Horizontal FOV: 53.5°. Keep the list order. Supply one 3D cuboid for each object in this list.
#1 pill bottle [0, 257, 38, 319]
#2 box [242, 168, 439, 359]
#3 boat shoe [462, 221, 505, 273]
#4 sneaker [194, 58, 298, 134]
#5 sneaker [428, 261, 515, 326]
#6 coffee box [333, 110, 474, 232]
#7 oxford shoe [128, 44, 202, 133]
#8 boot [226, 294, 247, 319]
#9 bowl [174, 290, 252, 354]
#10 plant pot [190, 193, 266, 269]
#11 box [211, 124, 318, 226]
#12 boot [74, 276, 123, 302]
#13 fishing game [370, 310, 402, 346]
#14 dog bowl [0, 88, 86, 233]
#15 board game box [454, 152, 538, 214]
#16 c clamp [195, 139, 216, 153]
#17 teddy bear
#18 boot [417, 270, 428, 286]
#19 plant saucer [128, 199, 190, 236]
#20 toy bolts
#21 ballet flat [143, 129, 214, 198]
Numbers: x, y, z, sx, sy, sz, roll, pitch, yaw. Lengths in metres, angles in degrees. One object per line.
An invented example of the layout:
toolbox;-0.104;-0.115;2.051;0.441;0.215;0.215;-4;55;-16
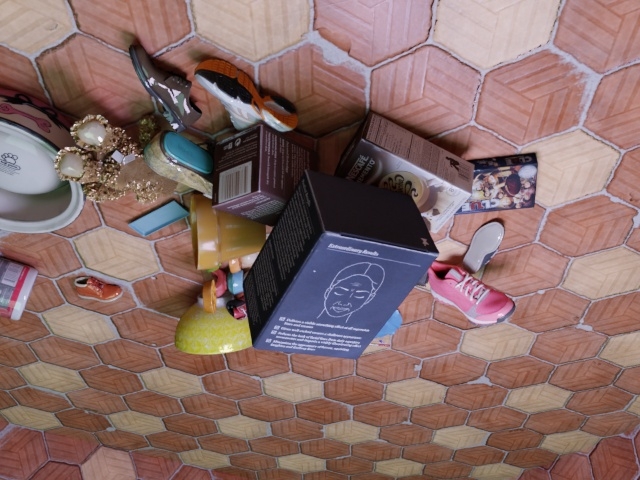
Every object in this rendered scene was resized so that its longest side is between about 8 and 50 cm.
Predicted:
pill bottle;-1.070;0.123;1.979;0.318;0.177;0.176;21;138;-20
box;0.029;0.071;1.488;0.293;0.212;0.396;12;130;-27
boat shoe;0.482;0.014;1.845;0.064;0.075;0.206;-25;151;-37
sneaker;-0.187;-0.305;1.461;0.262;0.099;0.121;30;138;-27
sneaker;0.421;0.148;1.858;0.313;0.116;0.136;22;151;52
coffee box;0.201;-0.162;1.548;0.297;0.119;0.168;25;138;-9
oxford shoe;-0.346;-0.357;1.434;0.096;0.083;0.227;-30;133;5
boot;-0.166;0.213;1.952;0.244;0.176;0.089;10;113;36
bowl;-0.338;0.251;2.073;0.289;0.289;0.156;-2;99;7
plant pot;-0.252;-0.028;1.739;0.187;0.205;0.205;-4;143;-16
box;-0.131;-0.148;1.525;0.168;0.167;0.203;-14;159;38
boot;-0.733;0.158;2.095;0.157;0.059;0.085;2;136;4
fishing game;0.185;0.272;2.183;0.188;0.041;0.264;3;133;-1
dog bowl;-0.774;-0.201;1.584;0.407;0.151;0.408;2;140;2
board game box;0.434;-0.142;1.654;0.243;0.042;0.165;-6;140;11
c clamp;-0.252;-0.205;1.646;0.137;0.022;0.161;-12;137;10
teddy bear;-0.486;-0.195;1.535;0.337;0.113;0.245;-9;123;-53
boot;0.213;0.110;1.927;0.228;0.091;0.263;11;139;-1
plant saucer;-0.466;-0.065;1.832;0.191;0.018;0.067;-22;135;29
toy bolts;-0.263;0.124;1.924;0.158;0.219;0.228;-3;159;-2
ballet flat;-0.285;-0.161;1.583;0.123;0.123;0.348;-29;140;33
